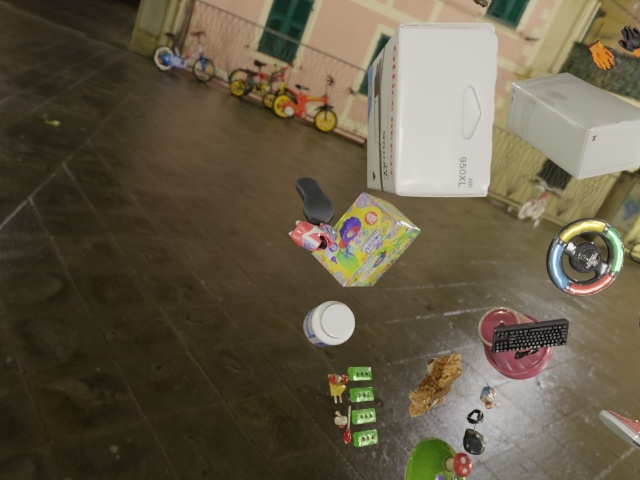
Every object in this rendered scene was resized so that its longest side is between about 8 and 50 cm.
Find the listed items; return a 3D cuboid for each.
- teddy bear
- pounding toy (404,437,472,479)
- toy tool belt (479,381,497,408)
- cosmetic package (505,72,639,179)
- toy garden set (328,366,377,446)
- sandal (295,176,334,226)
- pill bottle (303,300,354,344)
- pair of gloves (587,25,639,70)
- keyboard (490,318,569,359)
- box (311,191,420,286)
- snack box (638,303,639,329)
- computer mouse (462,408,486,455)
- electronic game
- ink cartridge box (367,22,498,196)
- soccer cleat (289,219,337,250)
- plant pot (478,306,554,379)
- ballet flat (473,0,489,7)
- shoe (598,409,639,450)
[{"bbox_3d":[0.422,0.543,2.004,0.245,0.338,0.113,-31,58,-15],"label":"teddy bear"},{"bbox_3d":[0.271,0.546,1.163,0.237,0.110,0.183,-28,95,-42],"label":"pounding toy"},{"bbox_3d":[0.498,0.461,1.586,0.052,0.051,0.083,-16,7,24],"label":"toy tool belt"},{"bbox_3d":[0.702,-0.332,1.480,0.197,0.155,0.365,-10,37,-8],"label":"cosmetic package"},{"bbox_3d":[0.098,0.536,1.714,0.049,0.244,0.204,-16,-20,37],"label":"toy garden set"},{"bbox_3d":[-0.018,-0.116,1.682,0.097,0.054,0.254,-2,36,-11],"label":"sandal"},{"bbox_3d":[0.034,0.294,1.873,0.152,0.152,0.272,20,-17,-7],"label":"pill bottle"},{"bbox_3d":[0.535,-0.343,0.954,0.074,0.083,0.010,37,50,-28],"label":"pair of gloves"},{"bbox_3d":[0.501,0.243,1.272,0.180,0.108,0.023,-6,32,-1],"label":"keyboard"},{"bbox_3d":[0.173,0.006,1.923,0.177,0.290,0.279,46,15,22],"label":"box"},{"bbox_3d":[1.047,0.119,1.672,0.060,0.322,0.187,5,49,31],"label":"snack box"},{"bbox_3d":[0.500,0.604,1.706,0.071,0.041,0.242,16,19,14],"label":"computer mouse"},{"bbox_3d":[0.751,0.049,1.505,0.229,0.229,0.048,19,9,-10],"label":"electronic game"},{"bbox_3d":[0.196,-0.237,1.055,0.166,0.285,0.395,-1,7,-2],"label":"ink cartridge box"},{"bbox_3d":[0.000,0.000,1.470,0.095,0.083,0.248,38,9,21],"label":"soccer cleat"},{"bbox_3d":[0.572,0.295,1.601,0.180,0.201,0.201,40,6,-37],"label":"plant pot"},{"bbox_3d":[0.521,-0.834,1.745,0.058,0.084,0.249,45,31,-37],"label":"ballet flat"},{"bbox_3d":[0.794,0.467,1.319,0.178,0.081,0.063,37,-16,31],"label":"shoe"}]
